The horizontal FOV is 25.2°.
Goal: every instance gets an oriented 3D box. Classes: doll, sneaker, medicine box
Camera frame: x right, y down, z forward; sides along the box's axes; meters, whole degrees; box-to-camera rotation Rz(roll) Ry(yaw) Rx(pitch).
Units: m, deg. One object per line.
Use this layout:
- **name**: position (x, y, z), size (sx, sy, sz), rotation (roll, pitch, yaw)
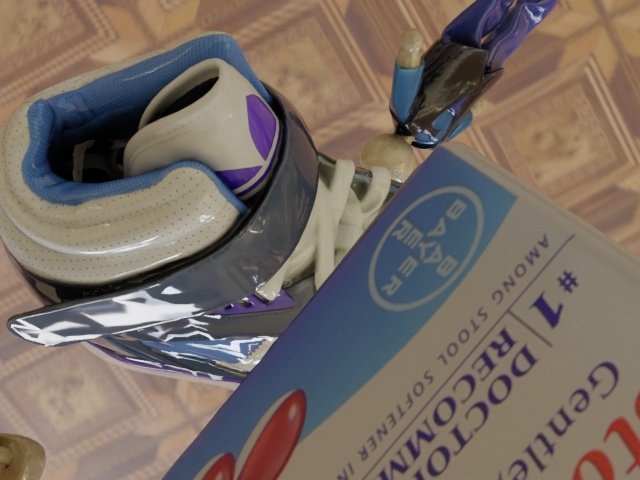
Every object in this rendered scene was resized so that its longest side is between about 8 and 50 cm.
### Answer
- **doll**: position (0.091, -0.115, 0.958), size (0.189, 0.046, 0.129), rotation (-50, 149, 10)
- **sneaker**: position (0.000, -0.001, 0.694), size (0.323, 0.130, 0.236), rotation (6, 156, 5)
- **medicine box**: position (0.057, 0.153, 0.361), size (0.149, 0.289, 0.263), rotation (39, 92, -31)

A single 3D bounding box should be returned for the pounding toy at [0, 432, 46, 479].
- **pounding toy**: position (-0.235, 0.093, 0.673), size (0.269, 0.154, 0.155), rotation (7, 167, 31)
